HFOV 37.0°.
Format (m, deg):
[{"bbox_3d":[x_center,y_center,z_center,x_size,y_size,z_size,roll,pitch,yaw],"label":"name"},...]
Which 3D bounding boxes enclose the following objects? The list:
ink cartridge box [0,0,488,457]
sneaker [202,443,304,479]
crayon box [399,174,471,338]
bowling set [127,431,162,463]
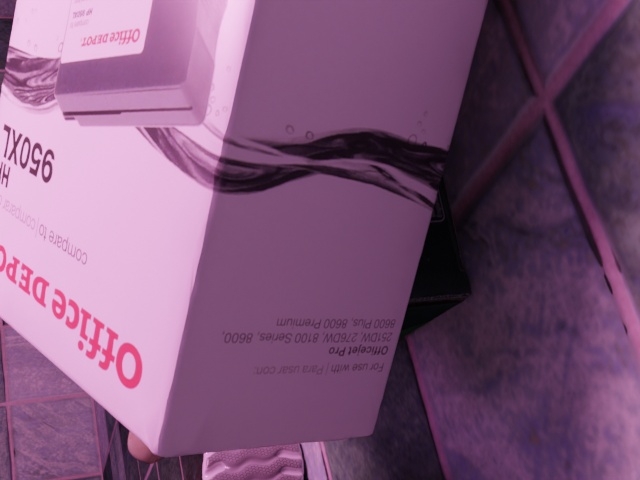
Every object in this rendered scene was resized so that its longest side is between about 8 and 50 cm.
[{"bbox_3d":[-0.066,-0.106,0.596,0.285,0.166,0.395,24,105,47],"label":"ink cartridge box"},{"bbox_3d":[-0.069,0.302,1.001,0.115,0.105,0.281,114,150,-65],"label":"sneaker"},{"bbox_3d":[0.000,0.000,0.782,0.318,0.081,0.202,131,132,-64],"label":"crayon box"},{"bbox_3d":[-0.149,0.108,1.097,0.287,0.199,0.154,51,120,39],"label":"bowling set"}]
